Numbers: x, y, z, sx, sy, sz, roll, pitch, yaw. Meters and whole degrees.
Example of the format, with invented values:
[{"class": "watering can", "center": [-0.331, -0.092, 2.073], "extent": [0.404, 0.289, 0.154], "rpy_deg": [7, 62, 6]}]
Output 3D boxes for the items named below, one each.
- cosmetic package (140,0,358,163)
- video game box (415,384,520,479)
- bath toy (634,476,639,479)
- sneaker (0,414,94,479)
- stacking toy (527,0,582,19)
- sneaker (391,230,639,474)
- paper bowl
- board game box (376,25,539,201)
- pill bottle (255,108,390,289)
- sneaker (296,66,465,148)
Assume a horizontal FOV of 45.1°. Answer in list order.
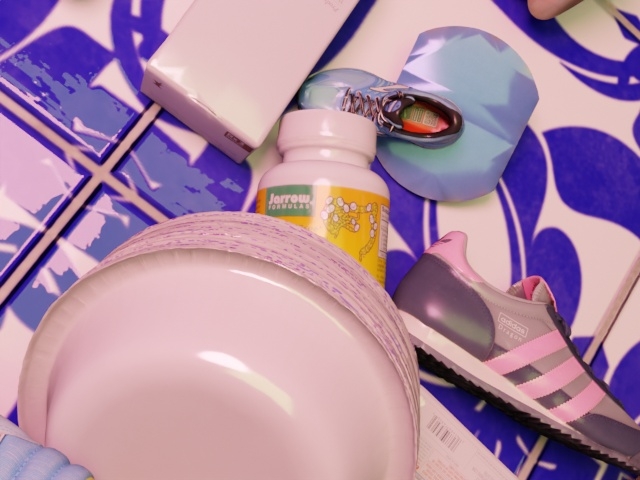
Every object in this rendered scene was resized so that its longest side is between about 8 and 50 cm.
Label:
[{"class": "cosmetic package", "center": [-0.049, -0.197, 0.692], "extent": [0.117, 0.085, 0.231], "rpy_deg": [37, 76, -11]}, {"class": "video game box", "center": [0.096, 0.267, 0.705], "extent": [0.205, 0.048, 0.187], "rpy_deg": [45, 71, -9]}, {"class": "bath toy", "center": [0.414, 0.217, 0.778], "extent": [0.348, 0.151, 0.129], "rpy_deg": [-62, 141, -17]}, {"class": "sneaker", "center": [-0.233, 0.231, 0.393], "extent": [0.208, 0.127, 0.319], "rpy_deg": [25, 69, 3]}, {"class": "stacking toy", "center": [0.195, -0.397, 0.775], "extent": [0.141, 0.141, 0.330], "rpy_deg": [-32, 90, -19]}, {"class": "sneaker", "center": [0.214, 0.110, 0.728], "extent": [0.319, 0.112, 0.131], "rpy_deg": [32, 78, -14]}, {"class": "paper bowl", "center": [-0.072, 0.132, 0.543], "extent": [0.284, 0.148, 0.285], "rpy_deg": [2, 108, 8]}, {"class": "board game box", "center": [0.131, -0.123, 0.763], "extent": [0.133, 0.033, 0.169], "rpy_deg": [25, 96, -3]}, {"class": "pill bottle", "center": [0.000, 0.000, 0.666], "extent": [0.117, 0.117, 0.209], "rpy_deg": [7, 82, -18]}, {"class": "sneaker", "center": [0.058, -0.125, 0.708], "extent": [0.162, 0.073, 0.064], "rpy_deg": [9, 96, -1]}]
